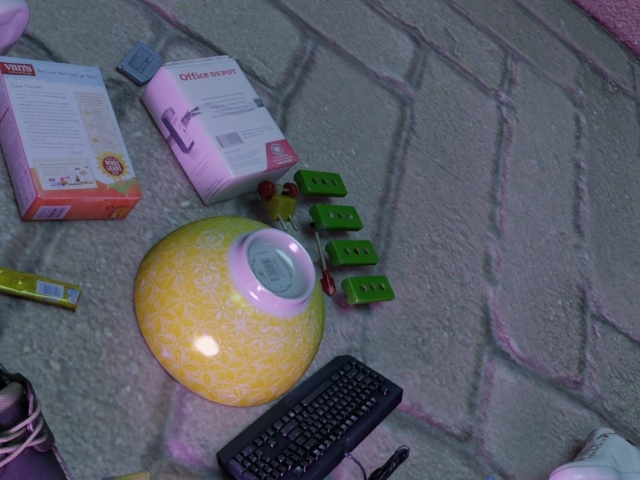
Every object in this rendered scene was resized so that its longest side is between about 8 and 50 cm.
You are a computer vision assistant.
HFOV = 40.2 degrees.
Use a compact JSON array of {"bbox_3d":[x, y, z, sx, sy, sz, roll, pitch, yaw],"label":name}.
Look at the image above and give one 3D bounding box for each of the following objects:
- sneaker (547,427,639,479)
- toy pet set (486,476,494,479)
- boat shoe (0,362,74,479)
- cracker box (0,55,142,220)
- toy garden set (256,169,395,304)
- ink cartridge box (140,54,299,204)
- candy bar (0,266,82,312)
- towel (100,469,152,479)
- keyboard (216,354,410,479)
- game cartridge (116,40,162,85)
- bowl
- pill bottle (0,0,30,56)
[{"bbox_3d":[0.466,0.387,1.509,0.290,0.106,0.123,14,41,-42],"label":"sneaker"},{"bbox_3d":[0.240,0.417,1.329,0.122,0.065,0.114,42,76,-3],"label":"toy pet set"},{"bbox_3d":[-0.359,0.202,0.913,0.355,0.130,0.132,48,41,0],"label":"boat shoe"},{"bbox_3d":[-0.361,-0.142,1.225,0.156,0.067,0.232,-2,62,-42],"label":"cracker box"},{"bbox_3d":[0.000,0.000,1.428,0.204,0.049,0.244,0,61,-51],"label":"toy garden set"},{"bbox_3d":[-0.162,-0.180,1.405,0.159,0.092,0.217,-20,75,-47],"label":"ink cartridge box"},{"bbox_3d":[-0.376,0.056,1.097,0.162,0.018,0.040,18,53,-31],"label":"candy bar"},{"bbox_3d":[-0.223,0.306,1.012,0.060,0.009,0.083,-7,47,-9],"label":"towel"},{"bbox_3d":[0.023,0.276,1.208,0.202,0.033,0.317,35,38,19],"label":"keyboard"},{"bbox_3d":[-0.294,-0.288,1.434,0.056,0.017,0.083,34,43,-11],"label":"game cartridge"},{"bbox_3d":[-0.095,0.069,1.222,0.290,0.156,0.289,23,46,-26],"label":"bowl"},{"bbox_3d":[-0.544,-0.357,1.164,0.283,0.160,0.160,45,41,-4],"label":"pill bottle"}]
